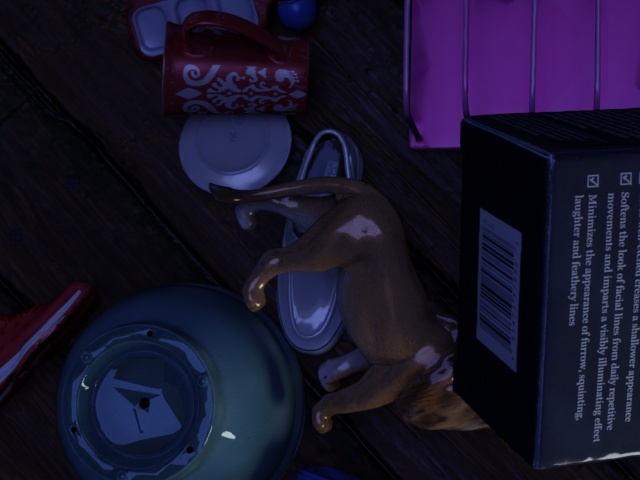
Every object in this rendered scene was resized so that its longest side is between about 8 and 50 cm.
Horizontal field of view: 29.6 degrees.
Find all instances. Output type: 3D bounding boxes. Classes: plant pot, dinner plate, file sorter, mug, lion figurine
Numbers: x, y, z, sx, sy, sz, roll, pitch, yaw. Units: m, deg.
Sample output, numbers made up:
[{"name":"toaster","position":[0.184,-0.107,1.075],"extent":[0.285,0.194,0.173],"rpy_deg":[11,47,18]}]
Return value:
[{"name":"plant pot","position":[-0.179,0.185,1.375],"extent":[0.293,0.196,0.293],"rpy_deg":[-1,82,10]},{"name":"dinner plate","position":[-0.106,-0.121,1.476],"extent":[0.141,0.017,0.141],"rpy_deg":[-3,69,7]},{"name":"file sorter","position":[0.238,-0.216,1.355],"extent":[0.290,0.182,0.202],"rpy_deg":[1,84,10]},{"name":"mug","position":[-0.099,-0.199,1.423],"extent":[0.169,0.150,0.113],"rpy_deg":[3,88,-4]},{"name":"lion figurine","position":[0.065,0.063,1.309],"extent":[0.240,0.142,0.392],"rpy_deg":[-22,113,21]}]

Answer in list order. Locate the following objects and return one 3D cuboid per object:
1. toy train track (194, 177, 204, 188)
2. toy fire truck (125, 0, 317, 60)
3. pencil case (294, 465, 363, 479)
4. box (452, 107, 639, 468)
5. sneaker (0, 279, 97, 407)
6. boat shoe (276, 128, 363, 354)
[{"name":"toy train track","position":[-0.124,-0.098,1.489],"extent":[0.048,0.014,0.083],"rpy_deg":[34,81,21]},{"name":"toy fire truck","position":[-0.109,-0.367,1.464],"extent":[0.302,0.169,0.254],"rpy_deg":[-11,106,9]},{"name":"pencil case","position":[0.000,0.410,1.354],"extent":[0.133,0.119,0.306],"rpy_deg":[13,85,8]},{"name":"box","position":[0.349,0.027,1.179],"extent":[0.395,0.212,0.294],"rpy_deg":[-4,106,-14]},{"name":"sneaker","position":[-0.386,0.102,1.479],"extent":[0.221,0.087,0.128],"rpy_deg":[-45,79,1]},{"name":"boat shoe","position":[0.000,0.000,1.419],"extent":[0.096,0.088,0.268],"rpy_deg":[12,85,11]}]
